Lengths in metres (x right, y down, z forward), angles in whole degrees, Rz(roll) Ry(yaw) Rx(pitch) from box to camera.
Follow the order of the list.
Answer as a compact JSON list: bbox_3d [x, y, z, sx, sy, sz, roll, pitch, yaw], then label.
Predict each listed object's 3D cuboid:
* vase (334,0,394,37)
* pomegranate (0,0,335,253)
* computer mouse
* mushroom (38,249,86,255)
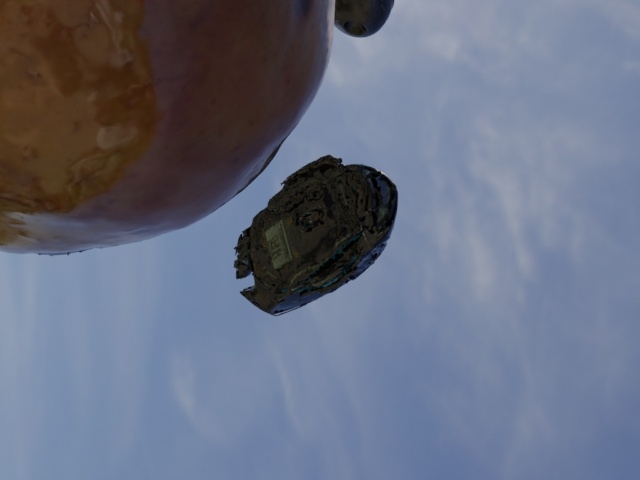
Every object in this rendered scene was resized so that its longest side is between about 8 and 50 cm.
[{"bbox_3d":[0.015,-0.344,2.034,0.120,0.183,0.120,55,-21,34],"label":"vase"},{"bbox_3d":[-0.160,-0.188,0.940,0.410,0.410,0.410,-175,-90,-65],"label":"pomegranate"},{"bbox_3d":[0.000,0.000,1.526,0.242,0.077,0.146,-30,-120,30],"label":"computer mouse"},{"bbox_3d":[-0.292,-0.092,1.819,0.163,0.297,0.278,57,2,3],"label":"mushroom"}]
